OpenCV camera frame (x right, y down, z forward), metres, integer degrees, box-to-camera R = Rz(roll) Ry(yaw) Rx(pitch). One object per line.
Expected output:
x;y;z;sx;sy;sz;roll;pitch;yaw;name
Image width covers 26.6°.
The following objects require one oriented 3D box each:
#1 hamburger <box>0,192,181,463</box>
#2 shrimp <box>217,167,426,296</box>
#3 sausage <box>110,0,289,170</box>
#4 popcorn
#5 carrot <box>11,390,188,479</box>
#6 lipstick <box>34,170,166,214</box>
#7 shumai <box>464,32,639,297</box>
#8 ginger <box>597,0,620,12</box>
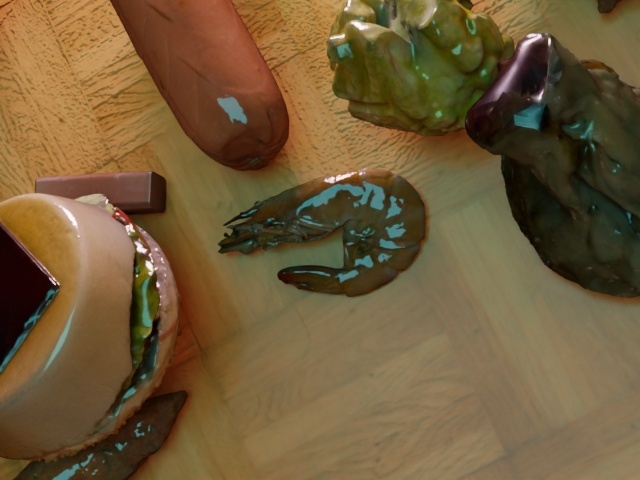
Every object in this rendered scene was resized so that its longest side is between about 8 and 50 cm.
-0.289;0.093;1.443;0.302;0.170;0.302;-17;59;30;hamburger
0.001;-0.001;1.465;0.236;0.053;0.133;-13;98;11;shrimp
-0.136;-0.213;1.495;0.121;0.121;0.304;-34;73;9;sausage
0.101;-0.199;1.391;0.187;0.167;0.185;-14;49;13;popcorn
-0.248;0.248;1.477;0.263;0.102;0.102;-38;73;2;carrot
-0.251;-0.051;1.541;0.145;0.045;0.045;-2;78;17;lipstick
0.274;-0.070;1.308;0.272;0.203;0.222;27;90;15;shumai
0.285;-0.302;1.414;0.290;0.084;0.122;13;107;14;ginger
